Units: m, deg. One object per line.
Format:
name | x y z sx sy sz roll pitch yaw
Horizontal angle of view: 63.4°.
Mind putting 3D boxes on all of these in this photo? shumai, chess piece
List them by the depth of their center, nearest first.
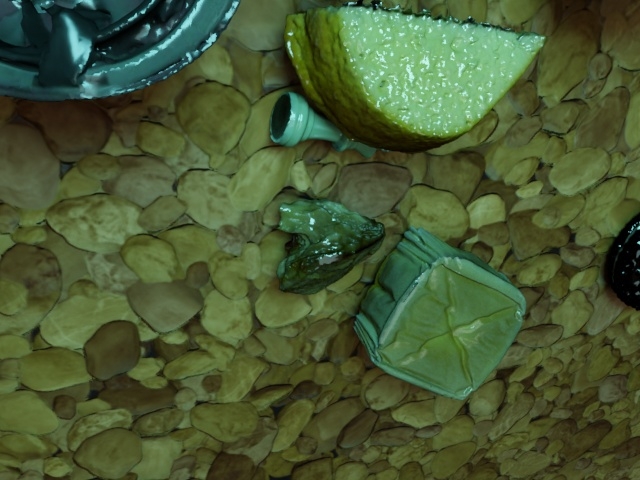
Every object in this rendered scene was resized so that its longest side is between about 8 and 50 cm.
chess piece | 0.022 -0.121 0.582 0.149 0.059 0.059 8 114 -26
shumai | 0.012 0.004 0.637 0.139 0.105 0.123 -7 163 -3

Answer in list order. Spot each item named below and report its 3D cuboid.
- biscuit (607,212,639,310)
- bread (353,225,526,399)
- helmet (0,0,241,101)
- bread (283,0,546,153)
biscuit | 0.541 0.024 0.819 0.194 0.053 0.194 -7 118 -13
bread | 0.162 0.101 0.711 0.210 0.110 0.192 23 102 -27
helmet | -0.215 -0.245 0.359 0.338 0.197 0.271 22 100 -18
bread | 0.093 -0.155 0.526 0.260 0.129 0.134 -3 102 -19
